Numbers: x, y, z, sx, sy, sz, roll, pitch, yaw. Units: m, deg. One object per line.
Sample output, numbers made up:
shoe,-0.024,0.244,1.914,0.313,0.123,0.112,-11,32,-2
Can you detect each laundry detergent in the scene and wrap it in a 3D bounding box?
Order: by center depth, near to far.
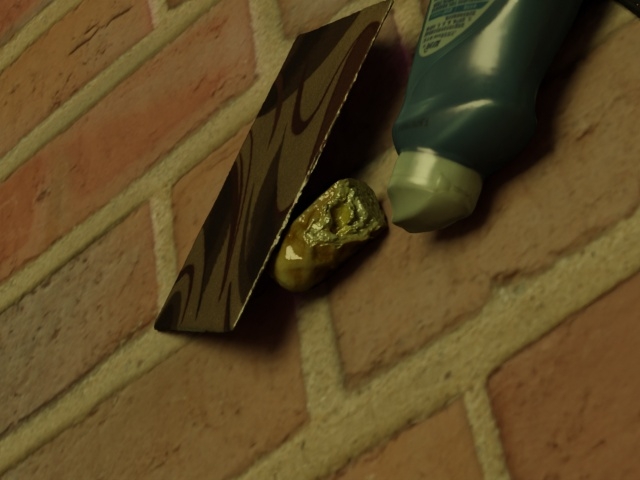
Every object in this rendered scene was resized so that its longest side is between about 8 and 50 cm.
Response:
laundry detergent,0.132,-0.141,1.252,0.143,0.094,0.290,5,72,53

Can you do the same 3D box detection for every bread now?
bread,0.000,0.000,1.318,0.110,0.060,0.066,-40,23,19

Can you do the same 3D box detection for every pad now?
pad,-0.048,-0.064,1.419,0.330,0.004,0.220,-65,20,-14

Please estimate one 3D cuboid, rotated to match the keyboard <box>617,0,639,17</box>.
keyboard,0.260,-0.203,1.221,0.063,0.010,0.198,-47,36,10
